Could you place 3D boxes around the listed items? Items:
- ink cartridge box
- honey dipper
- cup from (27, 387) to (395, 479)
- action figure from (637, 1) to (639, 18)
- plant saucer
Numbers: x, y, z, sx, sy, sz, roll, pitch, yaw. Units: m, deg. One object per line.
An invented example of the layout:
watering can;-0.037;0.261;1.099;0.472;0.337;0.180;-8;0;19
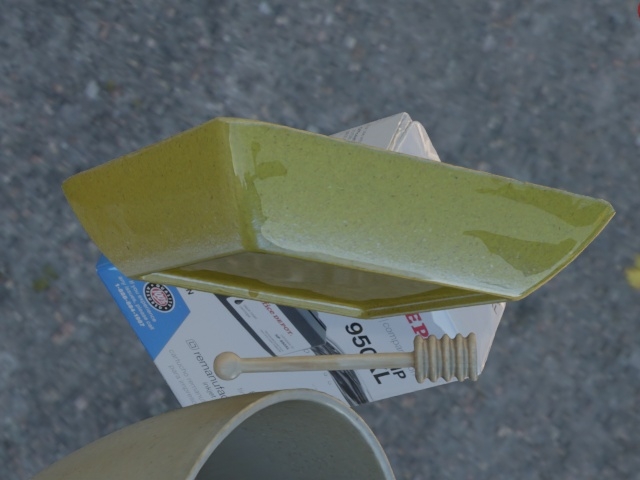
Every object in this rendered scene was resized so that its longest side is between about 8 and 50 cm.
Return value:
ink cartridge box;-0.020;0.051;1.937;0.285;0.395;0.166;60;30;-23
honey dipper;0.015;0.073;0.990;0.161;0.030;0.030;-2;115;4
cup;-0.115;0.262;1.117;0.331;0.237;0.331;1;89;-58
action figure;0.351;-0.109;1.114;0.139;0.280;0.091;-26;141;-44
plant saucer;0.000;0.000;1.263;0.333;0.333;0.081;11;79;-27
